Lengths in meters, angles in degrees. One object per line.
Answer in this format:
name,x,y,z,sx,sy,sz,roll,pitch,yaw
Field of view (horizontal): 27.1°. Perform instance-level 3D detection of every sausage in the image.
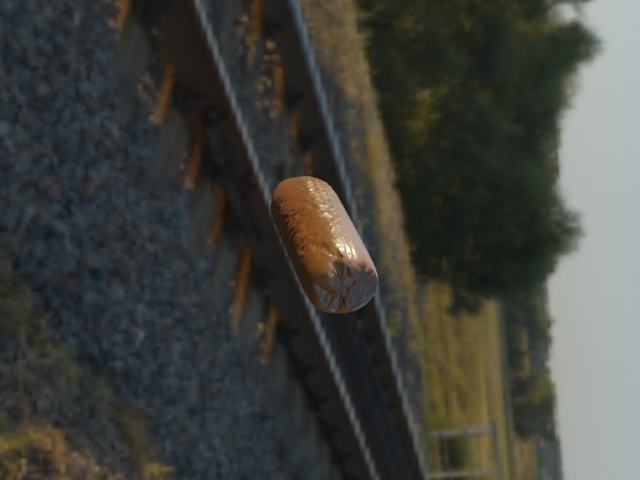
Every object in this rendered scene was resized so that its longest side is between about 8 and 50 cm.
sausage,0.001,0.000,1.546,0.289,0.086,0.086,-117,-162,-64
